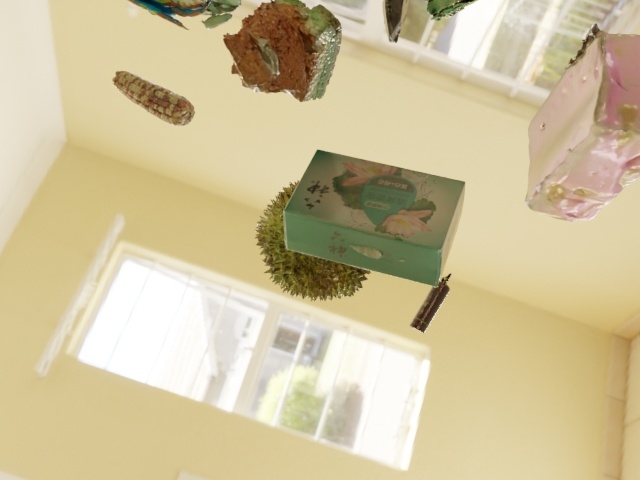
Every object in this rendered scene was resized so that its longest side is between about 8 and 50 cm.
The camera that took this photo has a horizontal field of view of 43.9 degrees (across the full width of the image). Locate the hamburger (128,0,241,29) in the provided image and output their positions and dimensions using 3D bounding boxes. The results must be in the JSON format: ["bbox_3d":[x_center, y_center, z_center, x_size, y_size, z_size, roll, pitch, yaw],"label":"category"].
[{"bbox_3d":[-0.293,-0.577,1.669,0.260,0.276,0.150,113,165,-56],"label":"hamburger"}]

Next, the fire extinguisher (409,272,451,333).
[{"bbox_3d":[0.271,0.150,1.921,0.158,0.043,0.064,-57,-4,-9],"label":"fire extinguisher"}]

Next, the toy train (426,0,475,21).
[{"bbox_3d":[0.315,-0.561,1.839,0.178,0.105,0.071,4,115,70],"label":"toy train"}]

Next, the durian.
[{"bbox_3d":[0.004,0.001,1.637,0.291,0.225,0.291,39,-134,-56],"label":"durian"}]

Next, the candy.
[{"bbox_3d":[0.362,-0.145,1.054,0.265,0.116,0.155,107,171,-67],"label":"candy"}]

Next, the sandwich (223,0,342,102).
[{"bbox_3d":[-0.055,-0.267,1.202,0.160,0.109,0.184,-44,-23,-27],"label":"sandwich"}]

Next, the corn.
[{"bbox_3d":[-0.418,-0.358,1.974,0.079,0.237,0.079,-51,-18,-24],"label":"corn"}]

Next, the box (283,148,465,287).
[{"bbox_3d":[0.082,-0.037,1.206,0.092,0.245,0.153,89,-160,-48],"label":"box"}]

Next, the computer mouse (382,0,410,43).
[{"bbox_3d":[0.185,-0.590,1.971,0.106,0.062,0.192,-34,-42,-72],"label":"computer mouse"}]
